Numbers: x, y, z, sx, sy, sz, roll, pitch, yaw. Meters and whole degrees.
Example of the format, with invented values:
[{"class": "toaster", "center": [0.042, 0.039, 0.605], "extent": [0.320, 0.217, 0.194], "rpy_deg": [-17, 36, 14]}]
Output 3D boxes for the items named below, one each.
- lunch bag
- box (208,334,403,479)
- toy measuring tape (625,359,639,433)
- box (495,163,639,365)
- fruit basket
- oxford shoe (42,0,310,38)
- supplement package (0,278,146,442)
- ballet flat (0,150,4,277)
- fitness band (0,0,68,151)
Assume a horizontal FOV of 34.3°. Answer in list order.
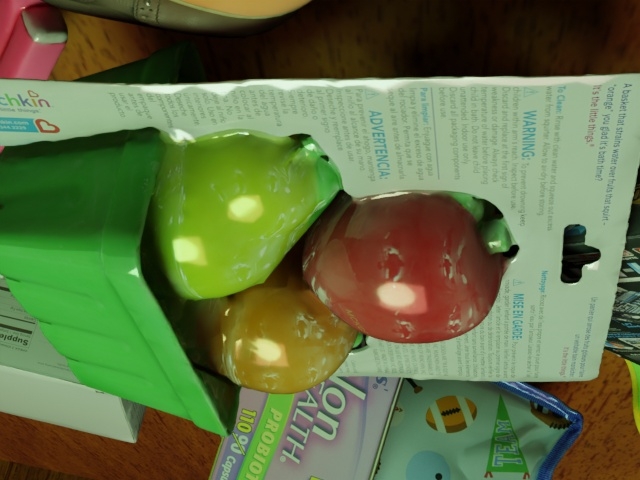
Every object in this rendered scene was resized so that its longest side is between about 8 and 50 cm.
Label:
[{"class": "lunch bag", "center": [0.042, 0.226, 1.166], "extent": [0.385, 0.239, 0.328], "rpy_deg": [28, 158, 6]}, {"class": "box", "center": [0.008, 0.128, 0.882], "extent": [0.117, 0.213, 0.243], "rpy_deg": [17, 174, 7]}, {"class": "toy measuring tape", "center": [0.300, 0.134, 0.947], "extent": [0.330, 0.121, 0.121], "rpy_deg": [24, 155, -22]}, {"class": "box", "center": [0.261, 0.024, 0.719], "extent": [0.293, 0.073, 0.295], "rpy_deg": [23, 162, -27]}, {"class": "fruit basket", "center": [0.000, 0.000, 0.629], "extent": [0.353, 0.165, 0.327], "rpy_deg": [-5, 147, 7]}, {"class": "oxford shoe", "center": [-0.172, -0.175, 0.494], "extent": [0.364, 0.130, 0.133], "rpy_deg": [20, 162, -15]}, {"class": "supplement package", "center": [-0.300, 0.120, 1.203], "extent": [0.204, 0.145, 0.262], "rpy_deg": [14, 156, -1]}, {"class": "ballet flat", "center": [-0.281, -0.019, 0.925], "extent": [0.400, 0.139, 0.139], "rpy_deg": [-9, 148, 40]}, {"class": "fitness band", "center": [-0.280, -0.096, 0.643], "extent": [0.209, 0.054, 0.291], "rpy_deg": [-12, 157, -43]}]
